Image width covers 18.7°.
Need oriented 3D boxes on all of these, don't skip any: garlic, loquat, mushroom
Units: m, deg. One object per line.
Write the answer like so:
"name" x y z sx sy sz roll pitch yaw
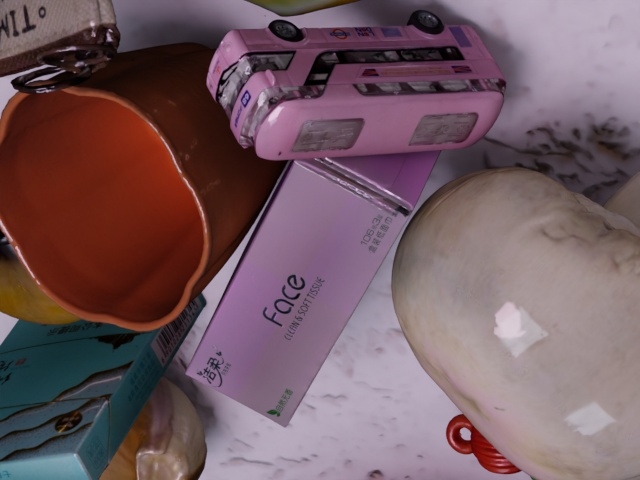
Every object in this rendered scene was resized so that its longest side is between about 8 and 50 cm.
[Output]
"garlic" -0.172 0.172 1.635 0.207 0.128 0.115 -20 157 39
"loquat" -0.211 -0.007 1.499 0.163 0.137 0.163 1 128 2
"mushroom" 0.183 0.037 1.331 0.254 0.234 0.260 38 167 30

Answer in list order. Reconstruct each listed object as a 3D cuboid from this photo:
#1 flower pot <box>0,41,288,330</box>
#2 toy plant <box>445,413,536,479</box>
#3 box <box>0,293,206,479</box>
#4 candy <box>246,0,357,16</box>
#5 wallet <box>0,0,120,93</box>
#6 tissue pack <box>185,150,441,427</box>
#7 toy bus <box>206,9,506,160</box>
"flower pot" -0.116 -0.053 1.387 0.190 0.173 0.190 14 120 25
"toy plant" 0.222 0.147 1.469 0.240 0.088 0.154 29 114 17
"box" -0.203 0.114 1.522 0.162 0.229 0.041 -10 120 28
"candy" -0.023 -0.240 1.203 0.260 0.118 0.260 7 159 3
"wallet" -0.266 -0.214 1.328 0.335 0.068 0.275 -8 84 39
"tissue pack" 0.000 0.000 1.408 0.092 0.148 0.246 28 130 -1
"toy bus" 0.029 -0.103 1.295 0.203 0.090 0.063 -5 140 -30
